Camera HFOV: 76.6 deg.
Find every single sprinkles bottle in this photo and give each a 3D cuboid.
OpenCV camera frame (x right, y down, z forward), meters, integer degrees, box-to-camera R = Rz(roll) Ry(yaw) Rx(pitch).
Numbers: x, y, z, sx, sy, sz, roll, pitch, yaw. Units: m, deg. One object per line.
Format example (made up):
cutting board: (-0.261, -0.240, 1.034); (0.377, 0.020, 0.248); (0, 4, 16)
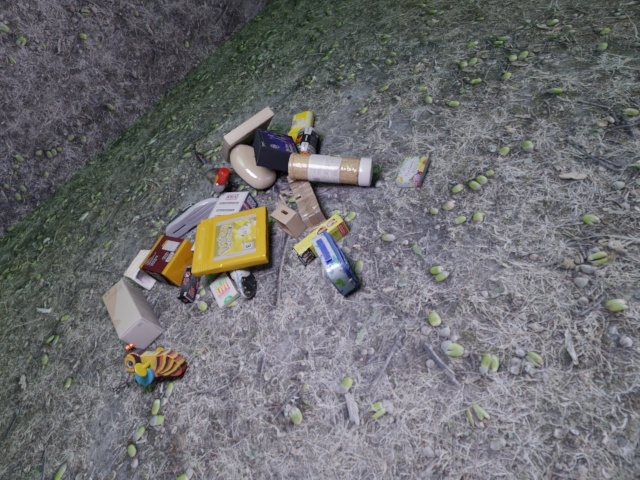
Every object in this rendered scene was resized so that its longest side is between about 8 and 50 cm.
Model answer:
sprinkles bottle: (0.045, -0.307, 1.748); (0.356, 0.121, 0.121); (6, 56, 10)

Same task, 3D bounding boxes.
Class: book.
book: (-0.405, 0.211, 1.712); (0.096, 0.035, 0.144); (-41, 47, -1)

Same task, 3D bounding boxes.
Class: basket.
basket: (-0.842, 0.136, 1.952); (0.103, 0.113, 0.167); (6, 58, 37)

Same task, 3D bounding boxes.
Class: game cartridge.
game cartridge: (-0.379, -0.001, 1.723); (0.324, 0.052, 0.285); (-11, 53, 6)

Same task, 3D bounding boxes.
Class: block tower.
block tower: (-0.060, -0.180, 1.793); (0.091, 0.097, 0.335); (-28, 47, 6)

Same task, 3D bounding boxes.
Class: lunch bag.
lunch bag: (0.049, 0.079, 1.468); (0.090, 0.176, 0.219); (-31, 45, 3)

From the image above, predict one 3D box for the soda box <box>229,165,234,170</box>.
soda box: (-0.393, -0.382, 2.157); (0.181, 0.061, 0.058); (11, 61, 34)

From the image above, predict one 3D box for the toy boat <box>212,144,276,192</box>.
toy boat: (-0.388, -0.332, 1.976); (0.318, 0.148, 0.267); (-31, 79, -41)

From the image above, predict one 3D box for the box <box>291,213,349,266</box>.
box: (0.000, 0.000, 1.622); (0.232, 0.087, 0.058); (-38, 48, -5)

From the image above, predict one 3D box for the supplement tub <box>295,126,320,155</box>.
supplement tub: (-0.071, -0.463, 2.010); (0.117, 0.117, 0.190); (-8, 51, 23)

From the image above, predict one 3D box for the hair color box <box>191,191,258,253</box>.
hair color box: (-0.442, -0.065, 1.898); (0.174, 0.105, 0.347); (2, 56, 27)

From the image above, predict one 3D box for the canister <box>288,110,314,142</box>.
canister: (-0.099, -0.612, 2.176); (0.126, 0.073, 0.169); (-11, 49, 20)

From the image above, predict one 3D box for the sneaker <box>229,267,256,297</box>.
sneaker: (-0.332, 0.153, 1.692); (0.086, 0.085, 0.237); (-49, 45, 23)

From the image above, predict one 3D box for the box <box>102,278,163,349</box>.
box: (-0.822, 0.320, 1.770); (0.121, 0.148, 0.311); (-44, 45, -9)

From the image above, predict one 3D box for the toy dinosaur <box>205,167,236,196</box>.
toy dinosaur: (-0.533, -0.338, 2.124); (0.313, 0.160, 0.120); (45, 127, 46)

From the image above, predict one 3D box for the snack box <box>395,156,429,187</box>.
snack box: (0.382, -0.284, 1.675); (0.100, 0.037, 0.141); (6, 58, 34)

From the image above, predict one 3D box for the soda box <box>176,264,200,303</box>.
soda box: (-0.578, 0.191, 1.798); (0.053, 0.060, 0.168); (-13, 50, 21)

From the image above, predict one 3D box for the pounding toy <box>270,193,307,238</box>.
pounding toy: (-0.139, -0.103, 1.748); (0.100, 0.130, 0.141); (-47, 47, -12)

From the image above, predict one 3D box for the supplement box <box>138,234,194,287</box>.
supplement box: (-0.693, 0.096, 1.889); (0.194, 0.129, 0.191); (9, 60, 33)

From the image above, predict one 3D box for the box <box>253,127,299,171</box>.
box: (-0.215, -0.427, 1.915); (0.185, 0.103, 0.261); (6, 31, -17)

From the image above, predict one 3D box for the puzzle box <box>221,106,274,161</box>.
puzzle box: (-0.393, -0.546, 2.123); (0.272, 0.052, 0.409); (-39, 9, -13)

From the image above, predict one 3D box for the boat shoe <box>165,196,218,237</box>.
boat shoe: (-0.651, -0.141, 2.062); (0.335, 0.121, 0.119); (-28, 48, 7)

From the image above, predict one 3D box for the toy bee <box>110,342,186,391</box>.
toy bee: (-0.674, 0.464, 1.538); (0.299, 0.162, 0.195); (-18, 6, -13)

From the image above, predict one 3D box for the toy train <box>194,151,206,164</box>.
toy train: (-0.726, -0.499, 2.459); (0.036, 0.027, 0.158); (-31, 44, -12)
